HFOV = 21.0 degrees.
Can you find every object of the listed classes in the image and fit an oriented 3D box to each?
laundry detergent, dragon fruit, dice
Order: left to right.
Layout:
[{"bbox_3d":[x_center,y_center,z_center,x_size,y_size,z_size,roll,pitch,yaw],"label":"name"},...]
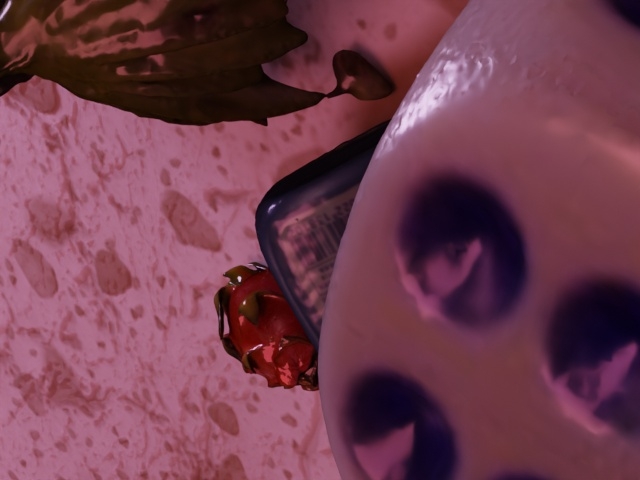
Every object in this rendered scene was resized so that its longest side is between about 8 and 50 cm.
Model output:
[{"bbox_3d":[-0.027,0.053,1.153,0.081,0.086,0.116,-70,24,16],"label":"dragon fruit"},{"bbox_3d":[0.079,0.073,1.040,0.290,0.143,0.094,63,180,-11],"label":"laundry detergent"},{"bbox_3d":[0.190,0.024,0.779,0.277,0.304,0.304,35,133,19],"label":"dice"}]

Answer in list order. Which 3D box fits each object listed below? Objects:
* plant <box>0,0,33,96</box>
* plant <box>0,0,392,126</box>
[{"bbox_3d":[-0.300,-0.238,1.134,0.321,0.194,0.181,47,132,5],"label":"plant"},{"bbox_3d":[-0.147,-0.105,0.975,0.180,0.333,0.251,22,141,48],"label":"plant"}]
